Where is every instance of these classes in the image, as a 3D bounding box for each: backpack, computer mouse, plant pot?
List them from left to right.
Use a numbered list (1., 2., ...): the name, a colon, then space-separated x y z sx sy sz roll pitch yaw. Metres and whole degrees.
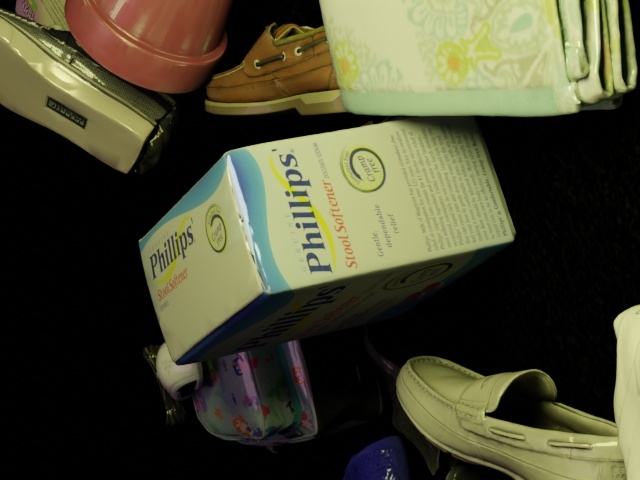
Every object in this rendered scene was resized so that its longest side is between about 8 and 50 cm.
1. plant pot: -0.185 -0.310 2.083 0.180 0.201 0.201 -55 51 34
2. computer mouse: -0.175 0.153 2.009 0.193 0.042 0.106 125 132 -69
3. backpack: -0.057 0.134 2.026 0.253 0.191 0.225 -18 86 66

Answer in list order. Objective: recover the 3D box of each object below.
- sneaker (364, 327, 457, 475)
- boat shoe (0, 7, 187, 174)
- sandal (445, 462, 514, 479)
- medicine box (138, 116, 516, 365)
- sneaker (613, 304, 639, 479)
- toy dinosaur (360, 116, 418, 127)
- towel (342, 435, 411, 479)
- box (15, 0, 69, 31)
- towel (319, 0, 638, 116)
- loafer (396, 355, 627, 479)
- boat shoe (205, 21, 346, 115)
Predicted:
1. sneaker: 0.096 0.174 1.890 0.170 0.051 0.089 41 131 44
2. boat shoe: -0.324 -0.232 2.239 0.340 0.158 0.127 35 141 -2
3. sandal: 0.214 0.326 1.704 0.254 0.097 0.054 60 149 10
4. medicine box: 0.000 0.000 1.745 0.263 0.289 0.149 -39 66 59
5. sneaker: 0.311 0.191 1.485 0.129 0.111 0.297 -150 56 -73
6. toy dinosaur: 0.067 -0.119 1.818 0.082 0.090 0.047 -10 75 31
7. towel: 0.068 0.395 1.884 0.227 0.076 0.308 100 164 -58
8. box: -0.316 -0.352 2.361 0.213 0.117 0.243 56 144 34
9. towel: 0.123 -0.272 1.580 0.374 0.090 0.320 5 109 51
10. loafer: 0.192 0.172 1.668 0.319 0.112 0.111 26 119 46
11. boat shoe: -0.025 -0.193 1.924 0.307 0.111 0.104 2 99 51
